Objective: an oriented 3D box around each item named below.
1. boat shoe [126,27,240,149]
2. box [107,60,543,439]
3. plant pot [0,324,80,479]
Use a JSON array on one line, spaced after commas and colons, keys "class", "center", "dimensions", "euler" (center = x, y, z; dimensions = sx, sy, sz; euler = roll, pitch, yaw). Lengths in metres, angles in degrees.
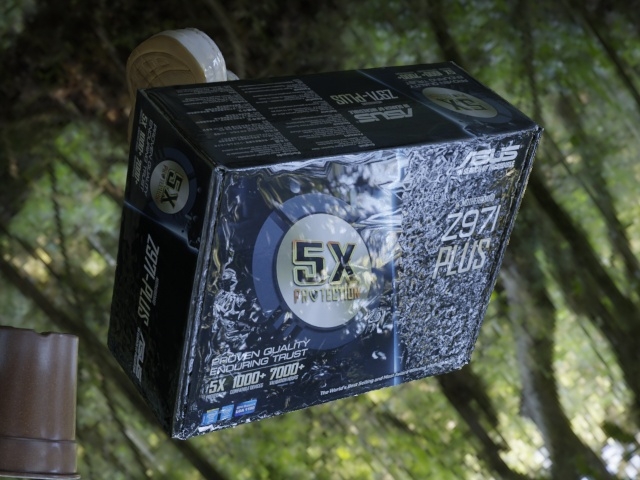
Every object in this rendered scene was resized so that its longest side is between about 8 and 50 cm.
[{"class": "boat shoe", "center": [-0.118, -0.133, 1.176], "dimensions": [0.096, 0.098, 0.277], "euler": [-34, 175, -20]}, {"class": "box", "center": [0.000, 0.000, 0.612], "dimensions": [0.180, 0.147, 0.077], "euler": [-9, -143, -32]}, {"class": "plant pot", "center": [-0.349, 0.184, 1.458], "dimensions": [0.167, 0.167, 0.165], "euler": [-9, -107, 59]}]
